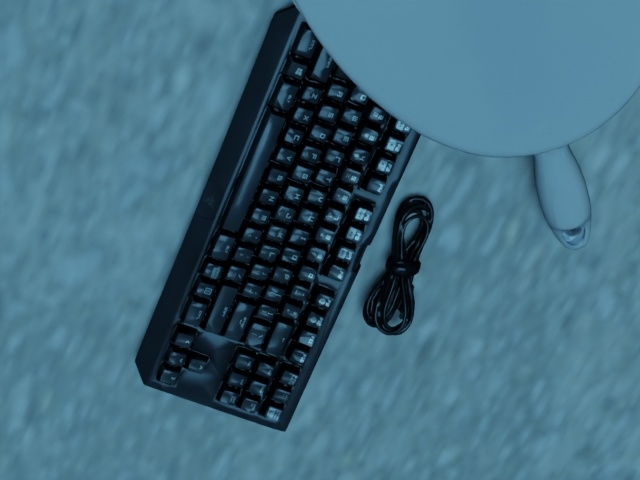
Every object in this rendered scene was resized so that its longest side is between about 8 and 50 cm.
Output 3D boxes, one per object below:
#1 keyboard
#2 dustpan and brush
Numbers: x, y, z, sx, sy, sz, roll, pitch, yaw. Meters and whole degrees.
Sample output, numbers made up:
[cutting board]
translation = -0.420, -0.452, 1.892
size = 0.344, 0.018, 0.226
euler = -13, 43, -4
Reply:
[keyboard]
translation = 0.000, 0.000, 0.544
size = 0.108, 0.023, 0.180
euler = 19, 110, -16
[dustpan and brush]
translation = 0.081, -0.062, 0.492
size = 0.147, 0.060, 0.211
euler = -17, 125, 10
